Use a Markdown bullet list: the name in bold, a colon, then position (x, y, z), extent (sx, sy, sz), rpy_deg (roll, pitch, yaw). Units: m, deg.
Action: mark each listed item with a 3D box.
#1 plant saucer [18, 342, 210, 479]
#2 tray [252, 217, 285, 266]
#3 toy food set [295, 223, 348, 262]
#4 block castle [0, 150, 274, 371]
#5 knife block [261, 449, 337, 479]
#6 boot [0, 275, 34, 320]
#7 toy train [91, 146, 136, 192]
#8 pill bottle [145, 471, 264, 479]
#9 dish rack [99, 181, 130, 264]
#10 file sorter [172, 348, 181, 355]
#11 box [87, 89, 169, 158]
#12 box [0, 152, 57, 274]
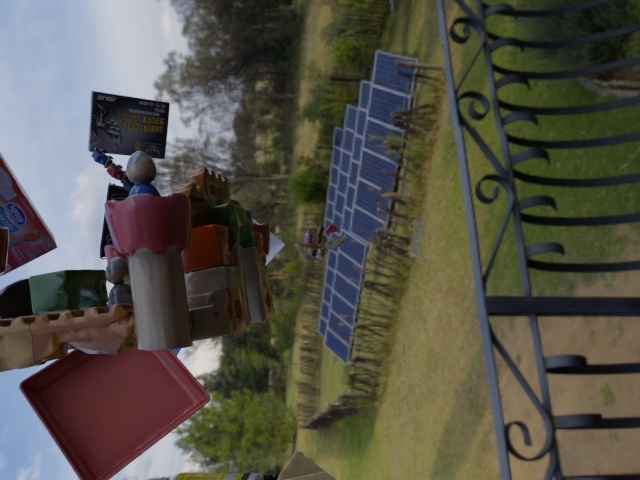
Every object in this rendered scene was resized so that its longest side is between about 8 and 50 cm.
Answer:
- **plant saucer**: position (-0.392, 0.302, 1.026), extent (0.259, 0.258, 0.048), rpy_deg (41, 144, 22)
- **tray**: position (-0.208, 0.034, 1.421), extent (0.030, 0.145, 0.270), rpy_deg (-51, 0, 33)
- **toy food set**: position (0.000, 0.000, 1.314), extent (0.078, 0.122, 0.019), rpy_deg (55, -177, 4)
- **block castle**: position (-0.244, 0.029, 0.729), extent (0.453, 0.302, 0.213), rpy_deg (21, -119, -82)
- **knife block**: position (-0.072, 0.672, 1.323), extent (0.242, 0.275, 0.088), rpy_deg (-52, -24, -24)
- **boot**: position (-0.710, 0.136, 1.284), extent (0.305, 0.115, 0.113), rpy_deg (-54, -33, -85)
- **toy train**: position (-0.432, -0.144, 1.121), extent (0.027, 0.158, 0.036), rpy_deg (-54, -13, 23)
- **pill bottle**: position (-0.209, 0.472, 0.932), extent (0.119, 0.208, 0.119), rpy_deg (-2, -90, -83)
- **dish rack**: position (-0.487, -0.010, 1.311), extent (0.271, 0.074, 0.208), rpy_deg (41, 122, 55)
- **file sorter**: position (-0.420, 0.229, 1.438), extent (0.170, 0.118, 0.105), rpy_deg (-52, 24, 45)
- **box**: position (-0.600, -0.359, 1.658), extent (0.056, 0.230, 0.183), rpy_deg (30, 113, 56)
- **box**: position (-0.823, -0.087, 1.349), extent (0.142, 0.154, 0.300), rpy_deg (28, 145, 56)
